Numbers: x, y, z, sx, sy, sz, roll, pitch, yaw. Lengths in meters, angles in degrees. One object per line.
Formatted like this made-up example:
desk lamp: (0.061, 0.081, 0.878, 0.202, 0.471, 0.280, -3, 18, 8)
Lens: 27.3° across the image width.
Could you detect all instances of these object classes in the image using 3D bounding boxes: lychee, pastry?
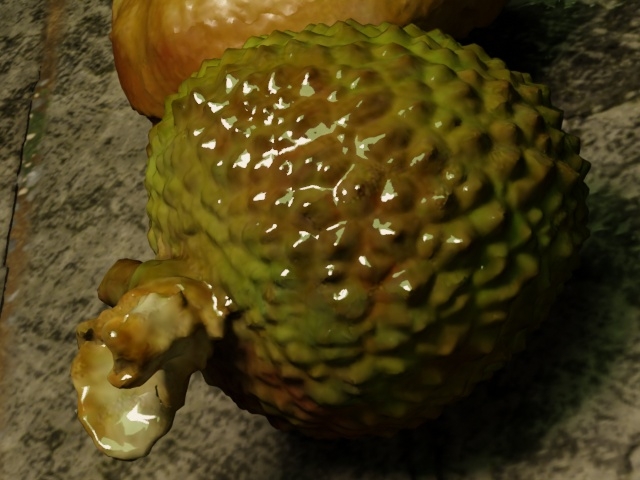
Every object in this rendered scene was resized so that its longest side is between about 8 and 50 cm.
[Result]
lychee: (0.010, -0.003, 0.805, 0.320, 0.270, 0.270, 1, 38, -16)
pastry: (-0.002, -0.189, 1.025, 0.356, 0.164, 0.356, -20, 18, 7)
